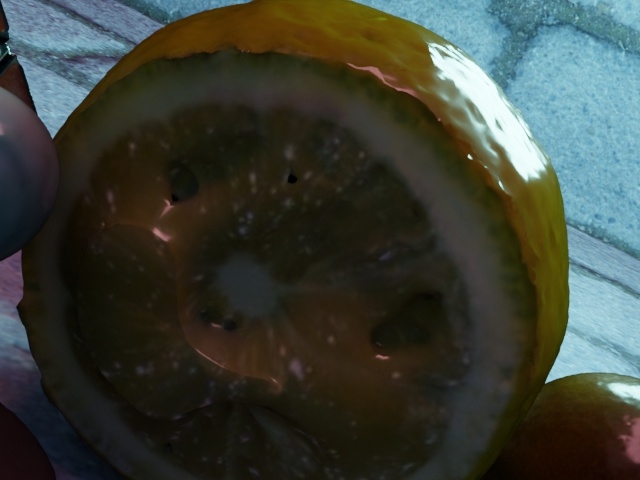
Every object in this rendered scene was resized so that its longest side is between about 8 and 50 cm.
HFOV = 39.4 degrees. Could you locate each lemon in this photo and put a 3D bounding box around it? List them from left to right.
[{"bbox_3d":[0.000,0.000,0.626,0.364,0.364,0.364,24,16,-7],"label":"lemon"}]

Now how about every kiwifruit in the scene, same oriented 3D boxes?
[{"bbox_3d":[0.213,0.195,0.608,0.234,0.195,0.196,24,15,11],"label":"kiwifruit"}]

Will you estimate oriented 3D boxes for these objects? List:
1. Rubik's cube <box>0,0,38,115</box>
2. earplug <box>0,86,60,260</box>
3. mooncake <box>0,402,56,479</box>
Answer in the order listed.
[{"bbox_3d":[-0.410,-0.086,0.770,0.250,0.284,0.234,7,28,31],"label":"Rubik's cube"},{"bbox_3d":[-0.295,-0.048,0.440,0.324,0.184,0.185,5,18,-2],"label":"earplug"},{"bbox_3d":[-0.234,0.109,0.297,0.283,0.141,0.283,28,7,-4],"label":"mooncake"}]
